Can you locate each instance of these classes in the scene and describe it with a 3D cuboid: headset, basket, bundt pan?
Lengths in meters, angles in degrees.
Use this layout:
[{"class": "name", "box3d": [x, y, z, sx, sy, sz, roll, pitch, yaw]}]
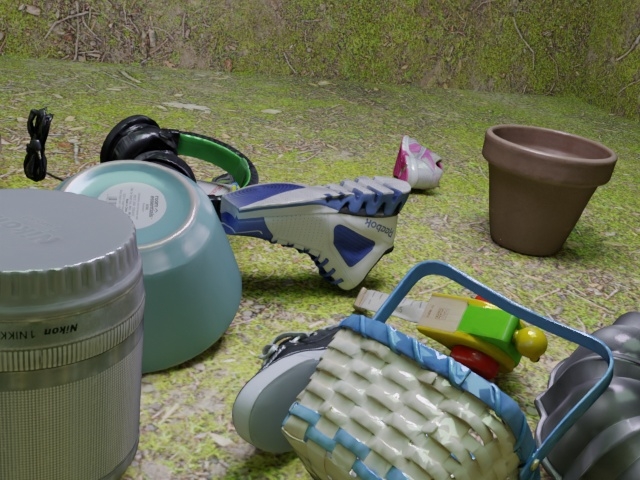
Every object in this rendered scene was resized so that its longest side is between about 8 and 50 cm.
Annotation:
[{"class": "headset", "box3d": [-0.291, -0.137, 1.245, 0.394, 0.185, 0.243, -3, 37, -29]}, {"class": "basket", "box3d": [0.120, 0.161, 0.765, 0.255, 0.201, 0.289, 29, 66, 40]}, {"class": "bundt pan", "box3d": [0.407, 0.203, 0.784, 0.331, 0.124, 0.331, 4, 45, -4]}]

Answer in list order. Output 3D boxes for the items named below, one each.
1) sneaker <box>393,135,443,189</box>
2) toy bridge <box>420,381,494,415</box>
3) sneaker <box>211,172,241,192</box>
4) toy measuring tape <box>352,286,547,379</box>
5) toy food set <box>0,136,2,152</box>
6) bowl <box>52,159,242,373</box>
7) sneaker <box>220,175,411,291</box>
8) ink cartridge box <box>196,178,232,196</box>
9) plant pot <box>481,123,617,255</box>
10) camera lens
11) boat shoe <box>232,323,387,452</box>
[{"class": "sneaker", "box3d": [0.250, -0.186, 1.859, 0.111, 0.103, 0.252, 11, 29, -3]}, {"class": "toy bridge", "box3d": [0.162, 0.189, 1.002, 0.063, 0.026, 0.188, -9, 28, -38]}, {"class": "sneaker", "box3d": [-0.196, -0.099, 1.544, 0.078, 0.067, 0.188, -11, 23, 7]}, {"class": "toy measuring tape", "box3d": [0.192, 0.131, 1.085, 0.121, 0.121, 0.330, -12, 12, -40]}, {"class": "toy food set", "box3d": [-0.764, -0.161, 1.475, 0.219, 0.092, 0.306, -2, 16, -21]}, {"class": "bowl", "box3d": [-0.257, 0.008, 0.990, 0.311, 0.163, 0.311, 5, 44, -5]}, {"class": "sneaker", "box3d": [0.001, 0.000, 1.210, 0.315, 0.182, 0.127, -5, 19, -19]}, {"class": "ink cartridge box", "box3d": [-0.278, -0.066, 1.393, 0.190, 0.082, 0.139, 12, 23, 6]}, {"class": "plant pot", "box3d": [0.454, -0.099, 1.528, 0.263, 0.229, 0.263, 6, 22, -3]}, {"class": "camera lens", "box3d": [-0.284, 0.110, 0.712, 0.219, 0.274, 0.219, 7, 22, -3]}, {"class": "boat shoe", "box3d": [-0.022, 0.161, 0.899, 0.105, 0.113, 0.306, 14, 20, 31]}]
